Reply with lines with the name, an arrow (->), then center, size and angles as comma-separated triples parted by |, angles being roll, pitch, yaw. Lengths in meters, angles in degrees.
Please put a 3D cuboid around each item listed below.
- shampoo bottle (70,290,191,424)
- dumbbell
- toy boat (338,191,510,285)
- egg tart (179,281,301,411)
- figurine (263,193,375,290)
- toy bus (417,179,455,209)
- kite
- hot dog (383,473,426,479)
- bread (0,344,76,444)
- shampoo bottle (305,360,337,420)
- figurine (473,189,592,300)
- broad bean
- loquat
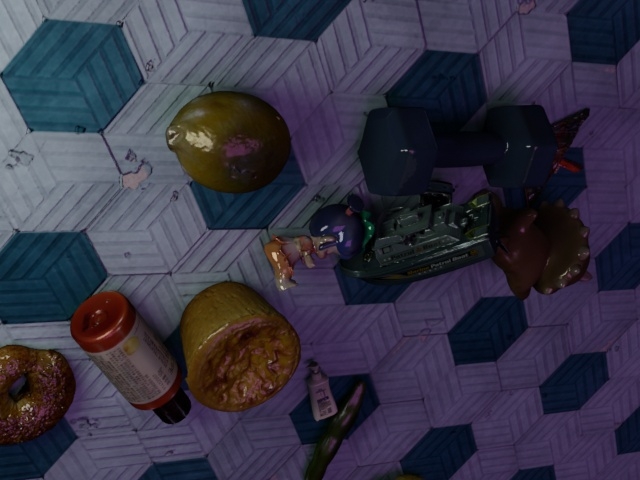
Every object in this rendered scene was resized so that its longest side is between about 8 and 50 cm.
shampoo bottle -> -0.295, 0.204, 1.793 | 0.104, 0.104, 0.278 | -33, 133, -5
dumbbell -> 0.228, -0.150, 1.815 | 0.325, 0.144, 0.160 | -5, 127, -29
toy boat -> 0.158, 0.005, 1.848 | 0.296, 0.114, 0.122 | -16, 127, 26
egg tart -> -0.148, 0.167, 1.822 | 0.203, 0.147, 0.202 | -17, 129, -21
figurine -> 0.000, 0.000, 1.809 | 0.195, 0.111, 0.102 | -25, 100, -7
toy bus -> 0.201, -0.049, 1.918 | 0.060, 0.075, 0.123 | 7, 127, 11
kite -> 0.418, -0.148, 2.018 | 0.189, 0.009, 0.232 | 14, 116, -38
hot dog -> 0.123, 0.576, 2.313 | 0.261, 0.093, 0.123 | -29, 132, -9
bread -> -0.482, 0.248, 1.746 | 0.193, 0.064, 0.193 | -15, 125, -22
shampoo bottle -> -0.001, 0.279, 2.067 | 0.049, 0.034, 0.141 | -18, 130, -9
figurine -> 0.403, 0.003, 1.997 | 0.173, 0.177, 0.247 | -22, 128, 18
broad bean -> 0.021, 0.394, 2.154 | 0.060, 0.043, 0.297 | -12, 133, -57
loquat -> -0.135, -0.144, 1.609 | 0.195, 0.152, 0.152 | 3, 121, -42
